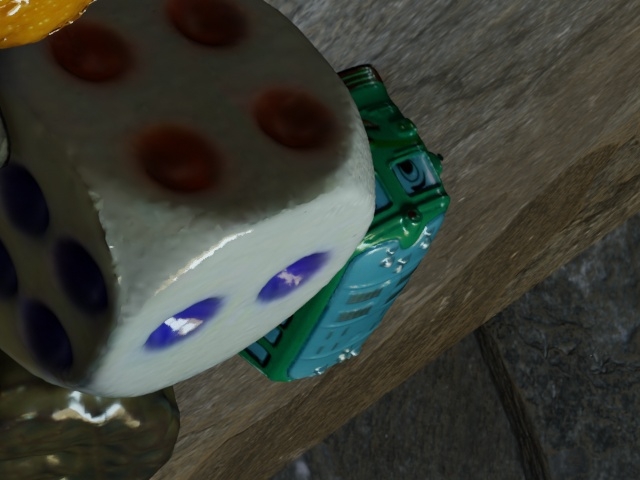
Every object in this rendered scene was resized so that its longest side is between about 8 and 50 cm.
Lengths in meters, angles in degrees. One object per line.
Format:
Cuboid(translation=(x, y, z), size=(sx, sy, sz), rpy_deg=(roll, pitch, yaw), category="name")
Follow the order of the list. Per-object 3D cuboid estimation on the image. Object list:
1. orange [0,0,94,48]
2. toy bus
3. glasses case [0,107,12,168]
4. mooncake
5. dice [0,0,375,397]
Cuboid(translation=(-0.188, -0.195, 0.850), size=(0.193, 0.161, 0.193), rpy_deg=(-38, 155, -22), category="orange")
Cuboid(translation=(0.000, 0.000, 1.715), size=(0.183, 0.199, 0.343), rpy_deg=(-25, 158, -33), category="toy bus")
Cuboid(translation=(-0.345, -0.049, 0.998), size=(0.299, 0.114, 0.060), rpy_deg=(-25, 173, -37), category="glasses case")
Cuboid(translation=(-0.272, 0.151, 1.470), size=(0.290, 0.161, 0.290), rpy_deg=(-11, 150, -7), category="mooncake")
Cuboid(translation=(-0.135, -0.046, 1.199), size=(0.251, 0.259, 0.243), rpy_deg=(-24, 157, -36), category="dice")
